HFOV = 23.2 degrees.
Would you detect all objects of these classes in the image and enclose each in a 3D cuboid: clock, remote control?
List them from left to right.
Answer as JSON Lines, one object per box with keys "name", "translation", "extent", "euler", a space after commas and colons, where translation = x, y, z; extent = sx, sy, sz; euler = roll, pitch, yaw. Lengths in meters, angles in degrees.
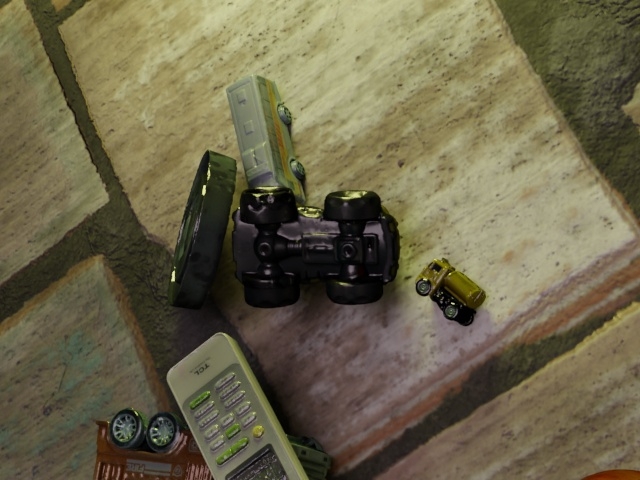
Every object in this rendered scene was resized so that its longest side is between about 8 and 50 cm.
{"name": "clock", "translation": [-0.156, -0.012, 2.069], "extent": [0.042, 0.215, 0.214], "euler": [14, 83, -10]}
{"name": "remote control", "translation": [-0.101, 0.232, 1.896], "extent": [0.103, 0.034, 0.250], "euler": [-37, 57, 12]}

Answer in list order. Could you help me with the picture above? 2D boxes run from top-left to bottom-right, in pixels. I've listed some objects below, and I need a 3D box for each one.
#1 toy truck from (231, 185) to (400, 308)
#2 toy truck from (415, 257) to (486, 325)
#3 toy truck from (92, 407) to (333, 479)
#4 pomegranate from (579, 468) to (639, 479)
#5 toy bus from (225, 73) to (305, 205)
{"name": "toy truck", "translation": [0.000, 0.000, 1.993], "extent": [0.224, 0.165, 0.147], "euler": [0, 100, 18]}
{"name": "toy truck", "translation": [0.159, 0.061, 1.928], "extent": [0.083, 0.049, 0.054], "euler": [41, 99, 32]}
{"name": "toy truck", "translation": [-0.145, 0.312, 1.996], "extent": [0.305, 0.136, 0.162], "euler": [2, 76, 32]}
{"name": "pomegranate", "translation": [0.331, 0.370, 1.604], "extent": [0.270, 0.252, 0.229], "euler": [46, 131, 53]}
{"name": "toy bus", "translation": [-0.073, -0.131, 2.110], "extent": [0.064, 0.075, 0.190], "euler": [-24, 65, 24]}
